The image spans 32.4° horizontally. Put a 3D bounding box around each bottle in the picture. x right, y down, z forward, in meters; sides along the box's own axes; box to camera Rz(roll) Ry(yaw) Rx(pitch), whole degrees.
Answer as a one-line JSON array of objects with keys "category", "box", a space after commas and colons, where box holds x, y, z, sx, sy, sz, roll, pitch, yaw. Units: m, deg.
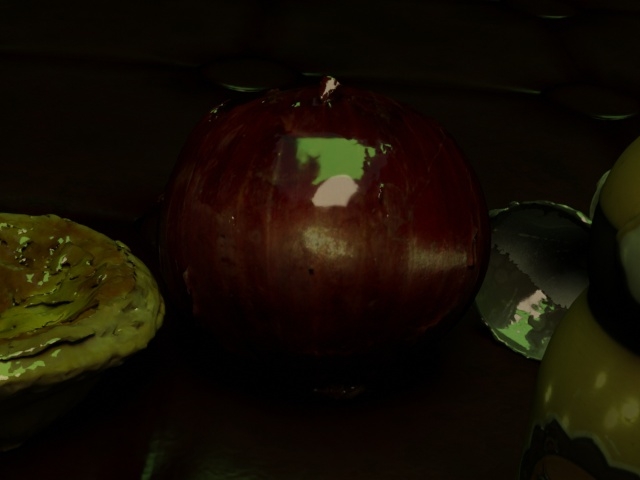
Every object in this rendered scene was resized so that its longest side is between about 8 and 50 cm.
[{"category": "bottle", "box": [0.194, 0.099, 0.597, 0.171, 0.351, 0.171, 3, 27, -2]}]

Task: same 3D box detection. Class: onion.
[{"category": "onion", "box": [0.000, 0.000, 0.891, 0.276, 0.276, 0.276, 4, 27, -2]}]

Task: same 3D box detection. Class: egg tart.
[{"category": "egg tart", "box": [-0.264, 0.069, 0.843, 0.290, 0.115, 0.290, 5, 25, -2]}]

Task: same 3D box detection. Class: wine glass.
[{"category": "wine glass", "box": [0.255, 0.008, 1.020, 0.156, 0.156, 0.232, 24, 28, 32]}]
